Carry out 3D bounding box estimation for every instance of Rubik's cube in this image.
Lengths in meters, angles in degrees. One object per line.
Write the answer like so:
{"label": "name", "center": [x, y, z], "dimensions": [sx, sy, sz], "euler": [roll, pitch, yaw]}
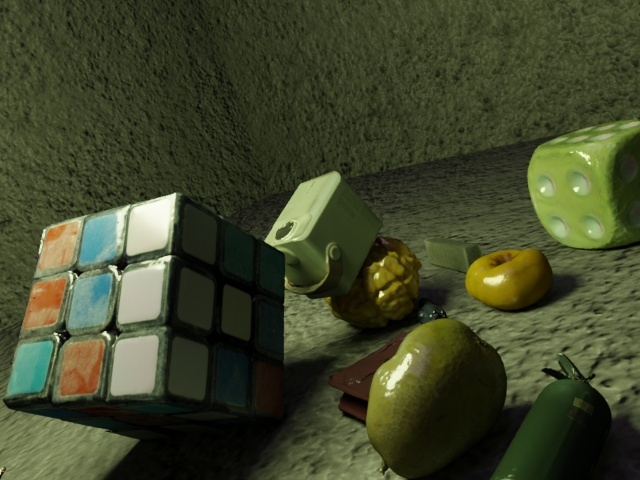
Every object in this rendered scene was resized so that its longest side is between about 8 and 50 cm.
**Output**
{"label": "Rubik's cube", "center": [-0.290, 0.152, 1.207], "dimensions": [0.359, 0.362, 0.363], "euler": [-9, -27, 25]}

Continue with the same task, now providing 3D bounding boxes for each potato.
{"label": "potato", "center": [0.158, 0.228, 0.938], "dimensions": [0.251, 0.174, 0.159], "euler": [-45, -15, -22]}

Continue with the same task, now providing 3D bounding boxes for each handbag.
{"label": "handbag", "center": [0.145, 0.237, 1.134], "dimensions": [0.216, 0.074, 0.203], "euler": [-24, 14, -30]}

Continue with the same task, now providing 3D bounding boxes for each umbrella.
{"label": "umbrella", "center": [0.235, 0.158, 1.355], "dimensions": [0.071, 0.071, 0.248], "euler": [-17, 11, 8]}

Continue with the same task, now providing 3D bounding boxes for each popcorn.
{"label": "popcorn", "center": [0.120, 0.096, 1.508], "dimensions": [0.250, 0.190, 0.250], "euler": [-14, 17, 4]}

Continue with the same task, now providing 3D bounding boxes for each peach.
{"label": "peach", "center": [0.394, 0.078, 1.386], "dimensions": [0.179, 0.103, 0.179], "euler": [-19, 15, 5]}

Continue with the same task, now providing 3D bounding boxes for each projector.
{"label": "projector", "center": [0.000, 0.000, 1.414], "dimensions": [0.163, 0.177, 0.242], "euler": [-14, 39, 49]}

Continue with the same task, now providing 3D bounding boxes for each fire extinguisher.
{"label": "fire extinguisher", "center": [0.284, 0.248, 0.812], "dimensions": [0.311, 0.114, 0.095], "euler": [-31, -27, -47]}

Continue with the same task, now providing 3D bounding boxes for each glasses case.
{"label": "glasses case", "center": [0.343, 0.035, 1.712], "dimensions": [0.047, 0.071, 0.205], "euler": [-19, 11, -17]}

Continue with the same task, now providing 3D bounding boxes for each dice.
{"label": "dice", "center": [0.663, -0.133, 1.556], "dimensions": [0.254, 0.249, 0.252], "euler": [-23, 14, -22]}

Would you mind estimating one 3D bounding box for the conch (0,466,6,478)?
{"label": "conch", "center": [-0.714, 0.492, 1.264], "dimensions": [0.233, 0.080, 0.086], "euler": [-19, 5, 4]}
